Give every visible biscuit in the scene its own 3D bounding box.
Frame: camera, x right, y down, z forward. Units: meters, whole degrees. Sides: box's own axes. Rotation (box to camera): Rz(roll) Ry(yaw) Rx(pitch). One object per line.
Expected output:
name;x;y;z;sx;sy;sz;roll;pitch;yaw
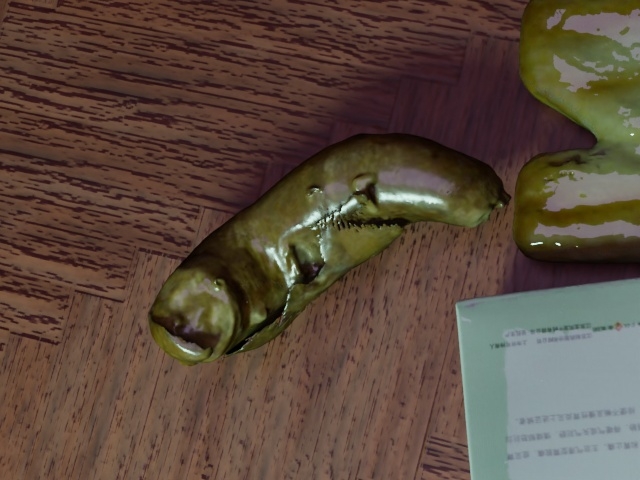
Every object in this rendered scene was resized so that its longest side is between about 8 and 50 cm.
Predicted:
biscuit;0.302;-0.093;1.362;0.290;0.062;0.237;-2;79;16

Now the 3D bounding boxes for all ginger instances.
ginger;-0.006;-0.003;1.404;0.309;0.133;0.107;-34;114;2

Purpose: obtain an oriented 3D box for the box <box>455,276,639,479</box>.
box;0.223;0.185;1.302;0.200;0.106;0.299;-8;75;17
